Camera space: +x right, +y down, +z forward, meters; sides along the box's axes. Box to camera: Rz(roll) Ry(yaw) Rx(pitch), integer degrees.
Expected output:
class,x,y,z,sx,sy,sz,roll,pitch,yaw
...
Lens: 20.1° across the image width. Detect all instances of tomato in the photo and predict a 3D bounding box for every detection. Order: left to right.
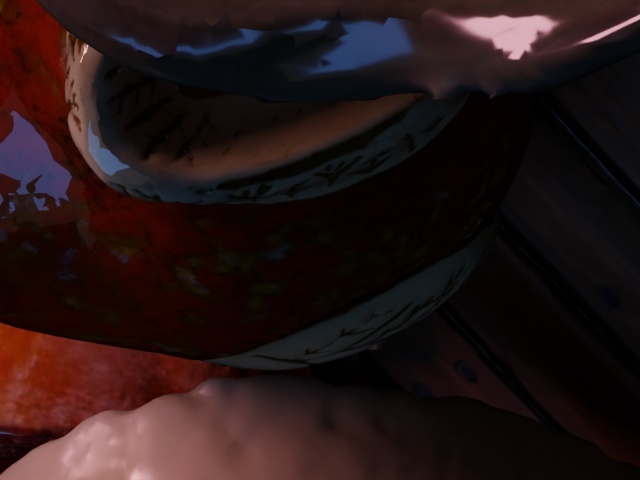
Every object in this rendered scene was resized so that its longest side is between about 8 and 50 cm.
class,x,y,z,sx,sy,sz,roll,pitch,yaw
tomato,-0.100,0.068,0.809,0.233,0.140,0.200,16,154,-25

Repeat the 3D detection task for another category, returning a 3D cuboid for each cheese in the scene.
class,x,y,z,sx,sy,sz,roll,pitch,yaw
cheese,0.008,0.203,0.723,0.332,0.153,0.292,15,131,-19

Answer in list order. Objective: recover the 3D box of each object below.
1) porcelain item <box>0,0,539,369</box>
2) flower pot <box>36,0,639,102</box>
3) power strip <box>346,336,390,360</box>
class,x,y,z,sx,sy,sz,roll,pitch,yaw
porcelain item,-0.058,-0.049,0.590,0.253,0.253,0.253,22,137,21
flower pot,0.028,-0.193,0.375,0.301,0.213,0.302,13,123,21
power strip,0.000,0.000,0.756,0.051,0.019,0.136,10,132,29
